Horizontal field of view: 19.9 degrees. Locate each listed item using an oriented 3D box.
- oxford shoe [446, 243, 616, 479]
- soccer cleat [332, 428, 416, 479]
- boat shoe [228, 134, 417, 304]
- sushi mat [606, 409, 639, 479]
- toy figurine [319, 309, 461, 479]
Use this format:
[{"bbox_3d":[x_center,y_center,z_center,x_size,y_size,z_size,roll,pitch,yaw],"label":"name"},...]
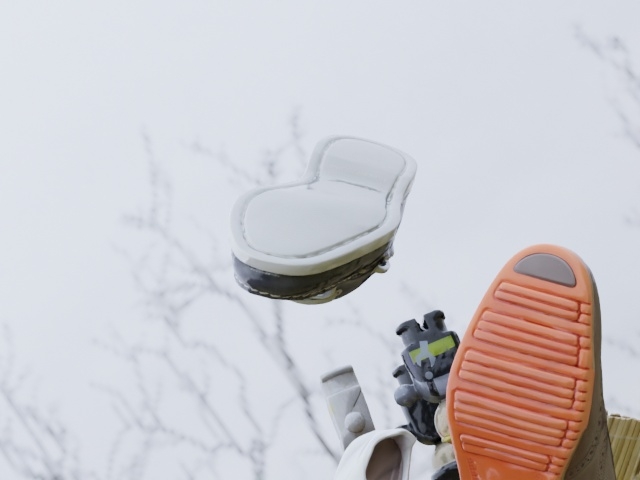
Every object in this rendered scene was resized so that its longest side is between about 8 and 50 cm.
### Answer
[{"bbox_3d":[0.192,0.170,1.574,0.133,0.130,0.363,-16,-62,-50],"label":"oxford shoe"},{"bbox_3d":[0.028,0.239,1.503,0.076,0.068,0.196,-36,28,51],"label":"soccer cleat"},{"bbox_3d":[0.000,0.000,0.553,0.125,0.046,0.038,-57,-19,-70],"label":"boat shoe"},{"bbox_3d":[0.311,0.298,1.887,0.019,0.151,0.316,-74,-5,-52],"label":"sushi mat"},{"bbox_3d":[0.124,0.167,1.815,0.213,0.148,0.209,-34,-20,36],"label":"toy figurine"}]
